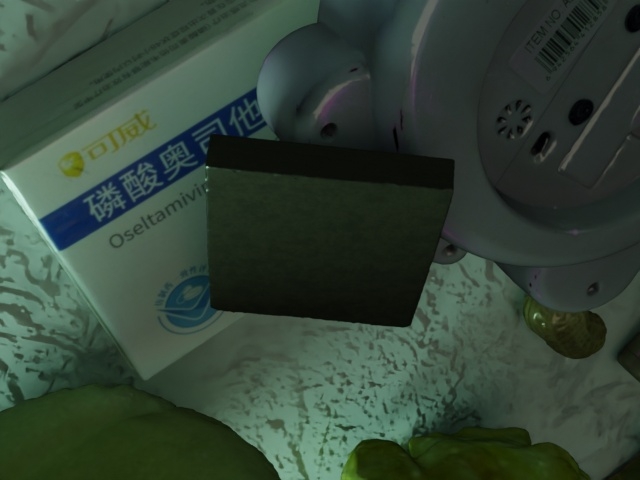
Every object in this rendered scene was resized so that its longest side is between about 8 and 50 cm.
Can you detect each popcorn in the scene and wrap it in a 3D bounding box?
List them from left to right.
[{"bbox_3d":[0.108,0.288,0.986,0.241,0.235,0.250,4,100,-7],"label":"popcorn"}]

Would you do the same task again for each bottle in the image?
[{"bbox_3d":[0.329,0.092,1.115,0.096,0.045,0.045,-47,134,7],"label":"bottle"}]

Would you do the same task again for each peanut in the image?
[{"bbox_3d":[0.216,0.072,1.023,0.054,0.054,0.113,-49,137,7],"label":"peanut"}]

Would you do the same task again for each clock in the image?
[{"bbox_3d":[0.138,-0.115,0.702,0.322,0.113,0.296,20,109,-40],"label":"clock"}]

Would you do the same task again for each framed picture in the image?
[{"bbox_3d":[0.000,0.000,0.665,0.127,0.023,0.168,5,151,-1],"label":"framed picture"}]

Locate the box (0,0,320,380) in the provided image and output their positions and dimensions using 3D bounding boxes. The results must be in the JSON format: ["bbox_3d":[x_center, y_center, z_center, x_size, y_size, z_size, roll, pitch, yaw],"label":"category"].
[{"bbox_3d":[-0.019,-0.079,0.745,0.343,0.065,0.200,-33,133,-10],"label":"box"}]

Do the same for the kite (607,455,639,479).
[{"bbox_3d":[0.423,0.280,1.336,0.377,0.013,0.328,2,118,-33],"label":"kite"}]

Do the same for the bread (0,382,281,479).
[{"bbox_3d":[-0.144,0.260,0.742,0.320,0.320,0.237,-33,140,-10],"label":"bread"}]
